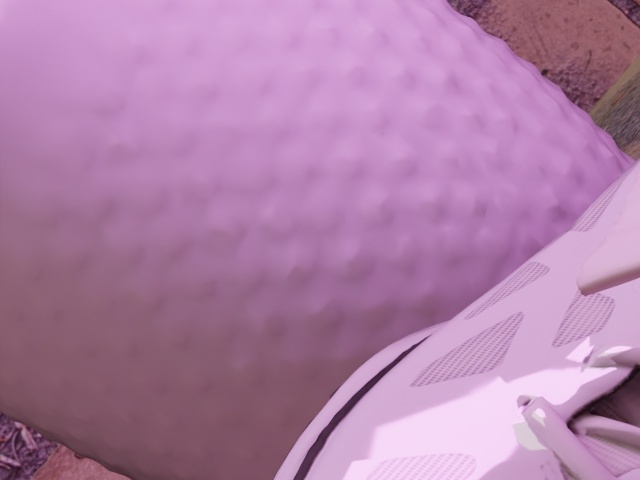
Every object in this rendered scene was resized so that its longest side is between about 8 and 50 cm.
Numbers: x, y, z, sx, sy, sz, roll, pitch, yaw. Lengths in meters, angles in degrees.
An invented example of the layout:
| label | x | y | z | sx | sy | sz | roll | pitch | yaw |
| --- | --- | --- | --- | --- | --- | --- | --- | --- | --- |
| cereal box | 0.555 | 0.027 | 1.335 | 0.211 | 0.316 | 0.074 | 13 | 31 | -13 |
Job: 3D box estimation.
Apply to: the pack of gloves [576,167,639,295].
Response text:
| label | x | y | z | sx | sy | sz | roll | pitch | yaw |
| --- | --- | --- | --- | --- | --- | --- | --- | --- | --- |
| pack of gloves | 0.174 | -0.093 | 0.476 | 0.232 | 0.046 | 0.195 | -21 | 29 | 46 |

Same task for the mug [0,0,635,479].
| label | x | y | z | sx | sy | sz | roll | pitch | yaw |
| --- | --- | --- | --- | --- | --- | --- | --- | --- | --- |
| mug | 0.000 | 0.000 | 0.914 | 0.276 | 0.328 | 0.374 | -62 | 0 | 7 |

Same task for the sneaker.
| label | x | y | z | sx | sy | sz | roll | pitch | yaw |
| --- | --- | --- | --- | --- | --- | --- | --- | --- | --- |
| sneaker | 0.138 | 0.007 | 0.557 | 0.447 | 0.169 | 0.257 | -45 | -10 | -43 |
